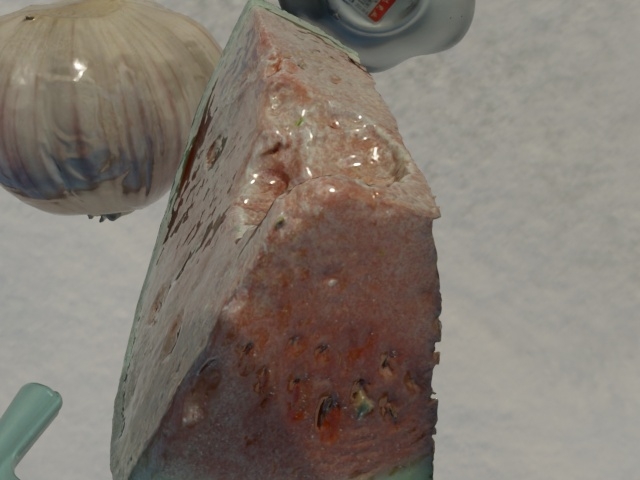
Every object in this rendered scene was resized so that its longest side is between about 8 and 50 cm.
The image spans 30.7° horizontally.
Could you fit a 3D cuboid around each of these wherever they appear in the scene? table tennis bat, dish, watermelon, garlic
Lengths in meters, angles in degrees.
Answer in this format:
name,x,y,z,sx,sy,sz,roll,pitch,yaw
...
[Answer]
name,x,y,z,sx,sy,sz,roll,pitch,yaw
table tennis bat,-0.274,0.200,0.901,0.152,0.244,0.040,6,128,20
dish,0.059,-0.272,1.198,0.229,0.081,0.229,2,115,5
watermelon,0.000,0.000,0.612,0.148,0.318,0.226,17,149,-15
garlic,-0.265,-0.151,1.342,0.317,0.317,0.259,-1,114,35
